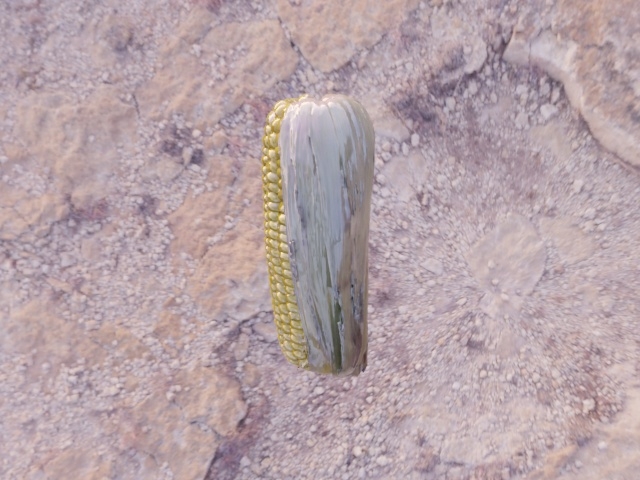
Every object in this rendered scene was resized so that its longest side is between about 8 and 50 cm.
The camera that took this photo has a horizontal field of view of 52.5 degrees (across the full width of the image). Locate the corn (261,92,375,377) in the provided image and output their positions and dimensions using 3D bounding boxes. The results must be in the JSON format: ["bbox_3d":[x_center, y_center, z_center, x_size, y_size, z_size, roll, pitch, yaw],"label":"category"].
[{"bbox_3d":[0.005,0.000,0.682,0.123,0.122,0.305,24,124,47],"label":"corn"}]
